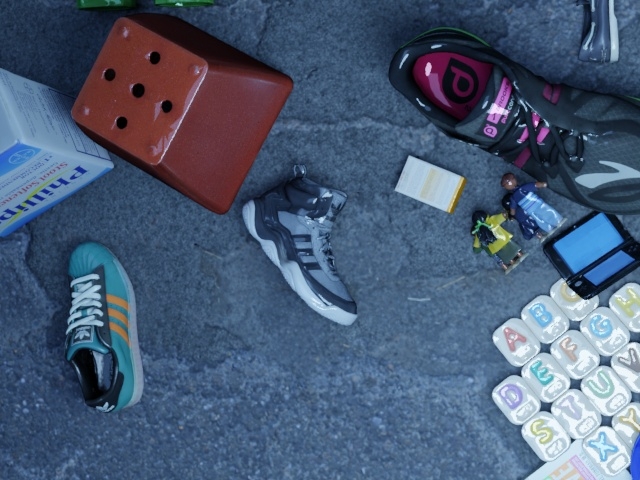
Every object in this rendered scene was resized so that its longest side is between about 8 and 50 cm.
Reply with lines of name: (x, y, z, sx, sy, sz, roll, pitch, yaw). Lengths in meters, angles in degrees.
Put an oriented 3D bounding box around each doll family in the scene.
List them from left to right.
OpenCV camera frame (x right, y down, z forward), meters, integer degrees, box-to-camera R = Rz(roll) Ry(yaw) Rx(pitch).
doll family: (0.287, -0.029, 1.508, 0.111, 0.076, 0.193, 48, 125, 8)

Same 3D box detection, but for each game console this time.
game console: (0.414, 0.017, 1.495, 0.122, 0.107, 0.071, -35, 106, 3)

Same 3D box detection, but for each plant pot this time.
plant pot: (-0.247, -0.225, 1.632, 0.267, 0.235, 0.267, 30, 96, 17)

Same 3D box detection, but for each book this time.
book: (0.387, 0.365, 1.516, 0.144, 0.035, 0.096, -40, 78, 9)

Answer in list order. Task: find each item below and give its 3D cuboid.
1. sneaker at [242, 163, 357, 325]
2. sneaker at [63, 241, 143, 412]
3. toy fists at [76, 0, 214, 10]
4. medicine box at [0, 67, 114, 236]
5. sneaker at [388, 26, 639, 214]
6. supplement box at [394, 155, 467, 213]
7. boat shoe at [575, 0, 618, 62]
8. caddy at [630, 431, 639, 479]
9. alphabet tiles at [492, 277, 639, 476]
sneaker: (0.000, 0.000, 1.613, 0.153, 0.101, 0.269, -44, 74, 13)
sneaker: (-0.384, 0.145, 1.715, 0.108, 0.121, 0.302, -17, 82, 15)
toy fists: (-0.304, -0.478, 1.737, 0.279, 0.096, 0.142, 1, 98, 16)
medicine box: (-0.547, -0.140, 1.692, 0.263, 0.289, 0.149, -30, 77, 14)
sneaker: (0.300, -0.165, 1.450, 0.482, 0.202, 0.185, 27, 114, 25)
supplement box: (0.177, -0.089, 1.597, 0.098, 0.036, 0.062, 24, 95, 17)
boat shoe: (0.413, -0.372, 1.519, 0.064, 0.075, 0.206, -6, 90, 14)
caddy: (0.606, 0.324, 1.372, 0.341, 0.179, 0.241, -10, 109, 16)
alphabet tiles: (0.408, 0.199, 1.504, 0.284, 0.021, 0.278, -40, 73, 7)
